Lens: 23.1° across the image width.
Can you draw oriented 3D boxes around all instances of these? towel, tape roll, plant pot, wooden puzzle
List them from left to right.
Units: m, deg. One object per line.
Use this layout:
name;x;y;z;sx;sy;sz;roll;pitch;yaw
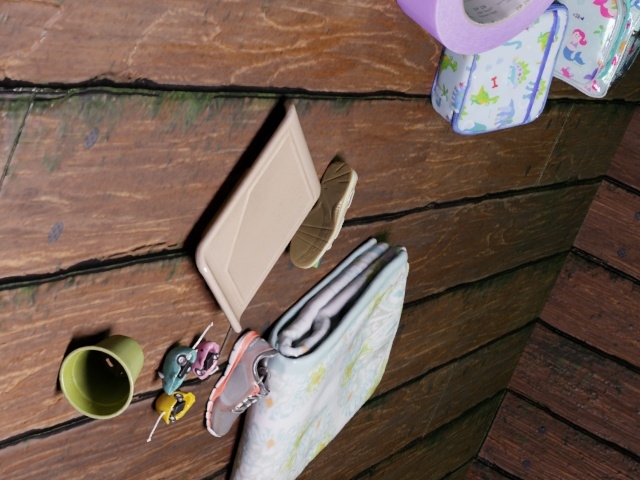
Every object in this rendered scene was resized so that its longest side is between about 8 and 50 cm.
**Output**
plant pot;-0.228;0.138;1.692;0.079;0.083;0.083;-52;163;-66
wooden puzzle;-0.078;-0.028;1.911;0.238;0.044;0.221;-62;162;-17
towel;0.004;0.198;2.363;0.374;0.090;0.320;-40;151;-48
tape roll;0.224;-0.377;2.019;0.275;0.090;0.274;-31;147;-23

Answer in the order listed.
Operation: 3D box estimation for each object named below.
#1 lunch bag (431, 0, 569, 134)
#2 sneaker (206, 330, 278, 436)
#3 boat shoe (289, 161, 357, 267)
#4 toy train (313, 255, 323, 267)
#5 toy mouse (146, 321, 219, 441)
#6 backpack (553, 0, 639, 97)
lunch bag;0.269;-0.268;2.319;0.176;0.090;0.219;-10;132;-29
sneaker;-0.103;0.203;2.115;0.061;0.065;0.157;-18;133;-65
boat shoe;0.008;-0.031;2.108;0.153;0.056;0.048;-68;158;-6
toy train;0.000;0.000;2.176;0.017;0.024;0.083;-32;145;-57
toy mouse;-0.165;0.154;1.937;0.161;0.031;0.143;-32;145;-57
backpack;0.403;-0.372;2.419;0.253;0.225;0.191;-64;165;22
